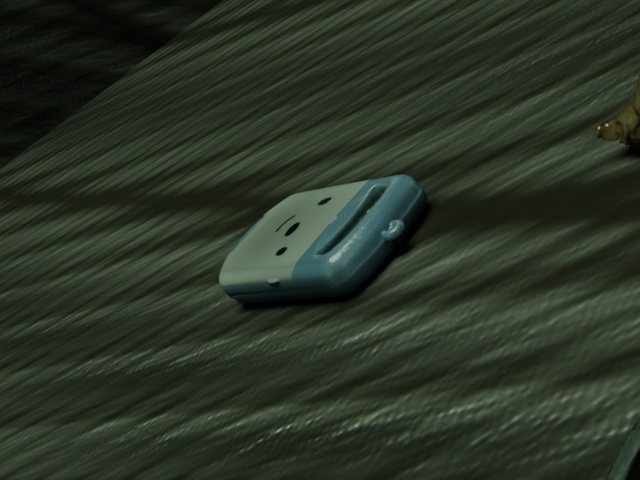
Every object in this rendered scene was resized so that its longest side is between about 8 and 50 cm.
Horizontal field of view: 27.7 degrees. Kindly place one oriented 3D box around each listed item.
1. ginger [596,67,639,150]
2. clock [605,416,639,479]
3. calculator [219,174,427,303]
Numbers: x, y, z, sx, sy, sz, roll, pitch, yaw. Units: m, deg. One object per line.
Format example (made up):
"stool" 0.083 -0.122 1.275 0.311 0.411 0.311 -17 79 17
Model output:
"ginger" 0.289 -0.173 0.884 0.290 0.084 0.122 -52 2 -26
"clock" 0.230 0.082 0.408 0.319 0.066 0.319 -34 19 14
"calculator" 0.000 0.000 1.041 0.121 0.039 0.210 -50 23 -27
